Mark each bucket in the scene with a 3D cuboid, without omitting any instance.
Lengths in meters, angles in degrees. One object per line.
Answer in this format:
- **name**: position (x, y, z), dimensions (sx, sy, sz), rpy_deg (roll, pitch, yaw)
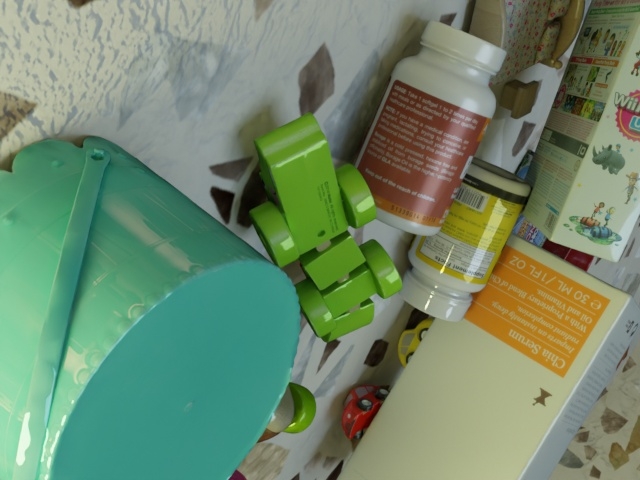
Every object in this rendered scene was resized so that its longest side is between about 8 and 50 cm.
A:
- **bucket**: position (-0.160, 0.081, 0.655), dimensions (0.281, 0.183, 0.281), rpy_deg (-37, 142, -35)

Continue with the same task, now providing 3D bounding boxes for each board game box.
- **board game box**: position (0.328, -0.040, 1.417), dimensions (0.194, 0.060, 0.194), rpy_deg (-60, 151, 2)
- **board game box**: position (0.359, -0.149, 1.090), dimensions (0.224, 0.097, 0.303), rpy_deg (-90, -163, -76)

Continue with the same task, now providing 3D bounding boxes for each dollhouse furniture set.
- **dollhouse furniture set**: position (0.263, -0.249, 1.011), dimensions (0.303, 0.174, 0.355), rpy_deg (-29, 139, -41)

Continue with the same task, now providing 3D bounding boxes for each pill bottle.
- **pill bottle**: position (0.190, -0.004, 1.179), dimensions (0.119, 0.119, 0.208), rpy_deg (-1, 118, -56)
- **pill bottle**: position (0.118, -0.124, 0.955), dimensions (0.121, 0.121, 0.216), rpy_deg (0, 117, -57)

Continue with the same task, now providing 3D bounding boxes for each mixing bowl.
- **mixing bowl**: position (0.427, 0.022, 1.585), dimensions (0.181, 0.098, 0.181), rpy_deg (-38, 145, -33)

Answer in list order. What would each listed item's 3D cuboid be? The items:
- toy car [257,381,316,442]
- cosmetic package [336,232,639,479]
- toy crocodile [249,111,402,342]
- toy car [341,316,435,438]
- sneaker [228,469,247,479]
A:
- **toy car**: position (-0.129, 0.163, 0.879), dimensions (0.188, 0.149, 0.155), rpy_deg (-34, 150, 14)
- **cosmetic package**: position (0.246, 0.233, 1.260), dimensions (0.453, 0.230, 0.161), rpy_deg (-60, 149, 0)
- **toy crocodile**: position (0.000, 0.000, 0.915), dimensions (0.115, 0.105, 0.340), rpy_deg (-31, 140, -7)
- **toy car**: position (0.114, 0.242, 1.356), dimensions (0.239, 0.053, 0.225), rpy_deg (-45, 148, -23)
- **sneaker**: position (-0.172, 0.349, 0.946), dimensions (0.252, 0.103, 0.111), rpy_deg (-33, 147, -54)
